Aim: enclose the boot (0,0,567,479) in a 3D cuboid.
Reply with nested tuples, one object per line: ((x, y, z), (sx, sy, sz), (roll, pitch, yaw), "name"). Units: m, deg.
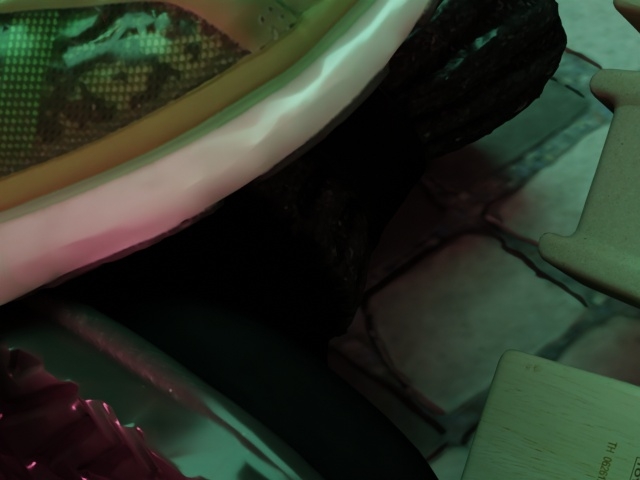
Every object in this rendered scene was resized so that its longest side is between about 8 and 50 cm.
((-0.002, -0.004, 0.622), (0.260, 0.131, 0.348), (-33, 35, -20), "boot")

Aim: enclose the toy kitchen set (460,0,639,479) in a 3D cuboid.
((0.161, 0.015, 0.648), (0.122, 0.166, 0.207), (17, 87, 29), "toy kitchen set")

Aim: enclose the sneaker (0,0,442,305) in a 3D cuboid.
((-0.124, -0.073, 0.505), (0.410, 0.182, 0.158), (-33, 26, -9), "sneaker")
